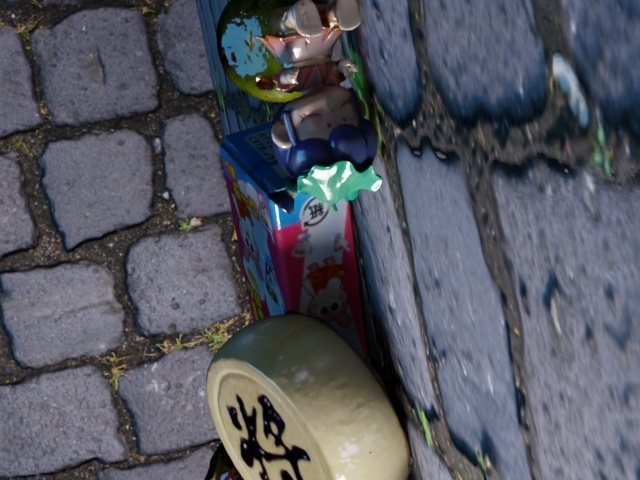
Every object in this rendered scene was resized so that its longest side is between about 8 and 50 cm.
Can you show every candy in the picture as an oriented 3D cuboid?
[{"bbox_3d":[-0.026,0.028,1.565,0.157,0.100,0.306,46,150,51],"label":"candy"}]

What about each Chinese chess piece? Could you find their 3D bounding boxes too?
[{"bbox_3d":[-0.017,0.204,1.470,0.257,0.104,0.257,38,145,33],"label":"Chinese chess piece"}]

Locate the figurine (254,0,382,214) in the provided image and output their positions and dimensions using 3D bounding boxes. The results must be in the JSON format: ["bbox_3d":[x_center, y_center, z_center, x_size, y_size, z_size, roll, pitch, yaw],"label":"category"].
[{"bbox_3d":[0.003,-0.123,1.210,0.102,0.111,0.195,13,113,64],"label":"figurine"}]

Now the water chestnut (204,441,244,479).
[{"bbox_3d":[-0.049,0.364,1.748,0.300,0.300,0.300,168,90,-83],"label":"water chestnut"}]

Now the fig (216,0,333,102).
[{"bbox_3d":[-0.033,-0.203,1.369,0.156,0.123,0.123,-20,-80,-58],"label":"fig"}]
